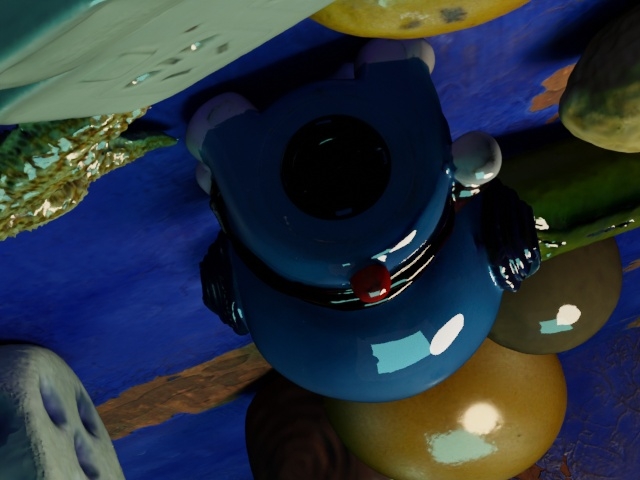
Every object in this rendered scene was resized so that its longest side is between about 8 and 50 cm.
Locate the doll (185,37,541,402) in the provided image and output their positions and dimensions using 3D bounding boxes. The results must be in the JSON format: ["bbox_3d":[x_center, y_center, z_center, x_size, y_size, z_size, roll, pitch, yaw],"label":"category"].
[{"bbox_3d":[0.033,0.001,0.998,0.284,0.240,0.310,-8,160,5],"label":"doll"}]

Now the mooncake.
[{"bbox_3d":[0.022,0.331,1.938,0.325,0.334,0.174,18,-167,41],"label":"mooncake"}]

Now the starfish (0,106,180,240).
[{"bbox_3d":[-0.242,-0.027,0.833,0.347,0.078,0.358,-17,164,-26],"label":"starfish"}]

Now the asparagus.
[{"bbox_3d":[0.245,-0.044,1.284,0.381,0.129,0.108,-17,-155,-25],"label":"asparagus"}]

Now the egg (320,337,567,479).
[{"bbox_3d":[0.164,0.190,1.653,0.351,0.283,0.282,15,149,-22],"label":"egg"}]

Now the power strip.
[{"bbox_3d":[-0.084,-0.153,0.567,0.229,0.141,0.261,-28,177,24],"label":"power strip"}]

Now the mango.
[{"bbox_3d":[0.067,-0.169,0.722,0.178,0.090,0.115,-23,152,19],"label":"mango"}]

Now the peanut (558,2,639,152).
[{"bbox_3d":[0.339,-0.162,1.018,0.305,0.147,0.147,-22,165,16],"label":"peanut"}]

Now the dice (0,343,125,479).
[{"bbox_3d":[-0.367,0.277,1.310,0.268,0.265,0.262,-22,164,3],"label":"dice"}]

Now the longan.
[{"bbox_3d":[0.267,0.041,1.499,0.220,0.197,0.196,-14,163,-35],"label":"longan"}]
